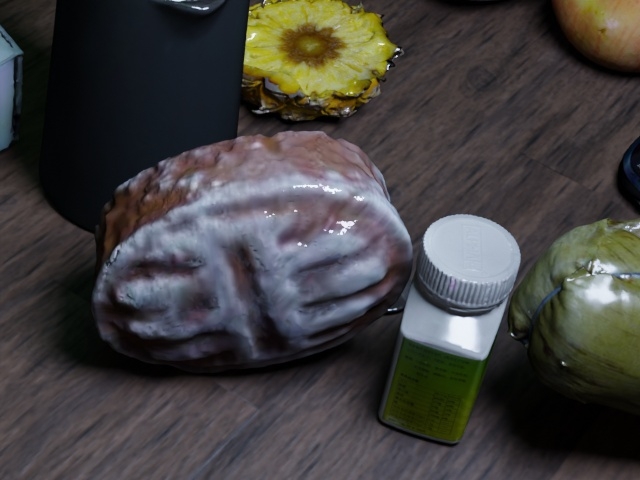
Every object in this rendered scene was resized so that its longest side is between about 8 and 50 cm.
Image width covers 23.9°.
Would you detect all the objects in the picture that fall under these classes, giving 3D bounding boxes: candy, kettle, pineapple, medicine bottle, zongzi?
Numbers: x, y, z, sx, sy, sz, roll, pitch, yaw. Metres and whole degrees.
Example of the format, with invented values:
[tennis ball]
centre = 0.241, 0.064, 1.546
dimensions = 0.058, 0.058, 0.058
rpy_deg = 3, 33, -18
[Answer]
[candy]
centre = -0.065, 0.010, 1.368
dimensions = 0.289, 0.214, 0.157
rpy_deg = -14, 42, 3
[kettle]
centre = -0.169, -0.197, 1.505
dimensions = 0.203, 0.308, 0.262
rpy_deg = 8, 44, -5
[pineapple]
centre = -0.016, -0.201, 1.709
dimensions = 0.225, 0.076, 0.225
rpy_deg = 4, 43, -3
[medicine bottle]
centre = 0.117, 0.073, 1.364
dimensions = 0.088, 0.188, 0.132
rpy_deg = 18, 44, 7
[zongzi]
centre = 0.374, 0.141, 1.328
dimensions = 0.356, 0.174, 0.393
rpy_deg = -1, 47, -39

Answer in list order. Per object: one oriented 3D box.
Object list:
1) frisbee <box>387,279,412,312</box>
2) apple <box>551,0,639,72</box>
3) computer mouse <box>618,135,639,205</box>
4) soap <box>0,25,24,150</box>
[frisbee]
centre = 0.000, 0.000, 1.548
dimensions = 0.211, 0.012, 0.187
rpy_deg = 12, 42, 1
[apple]
centre = 0.380, -0.301, 1.820
dimensions = 0.209, 0.164, 0.209
rpy_deg = 11, 53, -14
[computer mouse]
centre = 0.442, -0.098, 1.678
dimensions = 0.233, 0.096, 0.137
rpy_deg = -20, 51, -27
[soap]
centre = -0.524, -0.118, 1.464
dimensions = 0.446, 0.156, 0.261
rpy_deg = -20, 51, -30
